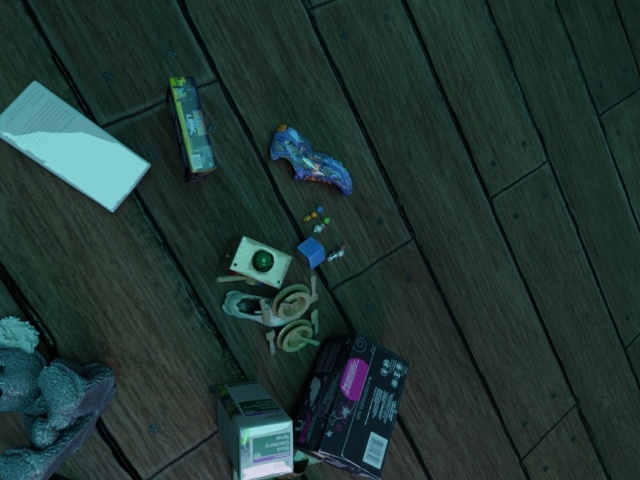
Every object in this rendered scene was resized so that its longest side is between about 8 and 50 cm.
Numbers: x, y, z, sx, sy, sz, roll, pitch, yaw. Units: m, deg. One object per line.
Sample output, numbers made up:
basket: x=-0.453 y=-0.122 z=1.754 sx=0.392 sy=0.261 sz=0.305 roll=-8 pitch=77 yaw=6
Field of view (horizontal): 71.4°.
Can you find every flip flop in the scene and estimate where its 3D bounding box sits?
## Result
flip flop: x=-0.055 y=0.462 z=0.960 sx=0.277 sy=0.080 sz=0.112 roll=-3 pitch=91 yaw=-23

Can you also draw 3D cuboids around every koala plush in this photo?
koala plush: x=-0.486 y=0.251 z=0.749 sx=0.222 sy=0.203 sz=0.196 roll=27 pitch=91 yaw=0

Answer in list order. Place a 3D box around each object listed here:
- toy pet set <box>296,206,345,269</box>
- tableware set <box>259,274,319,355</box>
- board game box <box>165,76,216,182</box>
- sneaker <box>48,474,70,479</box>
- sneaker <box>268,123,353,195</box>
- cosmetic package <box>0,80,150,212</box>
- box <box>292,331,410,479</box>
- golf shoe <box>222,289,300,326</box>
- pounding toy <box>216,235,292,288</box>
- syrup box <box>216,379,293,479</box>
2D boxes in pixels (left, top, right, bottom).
toy pet set: x=0.000 y=0.000 z=0.999 sx=0.114 sy=0.065 sz=0.122 roll=-37 pitch=103 yaw=-19
tableware set: x=-0.051 y=0.172 z=0.934 sx=0.128 sy=0.039 sz=0.194 roll=-23 pitch=134 yaw=-22
board game box: x=-0.251 y=-0.205 z=0.853 sx=0.048 sy=0.141 sz=0.170 roll=-14 pitch=95 yaw=-21
sneaker: x=-0.443 y=0.512 z=0.792 sx=0.235 sy=0.084 sz=0.097 roll=42 pitch=76 yaw=-17
sneaker: x=-0.023 y=-0.163 z=0.994 sx=0.221 sy=0.083 sz=0.087 roll=34 pitch=90 yaw=-14
cosmetic package: x=-0.441 y=-0.160 z=0.804 sx=0.231 sy=0.085 sz=0.117 roll=39 pitch=75 yaw=-20
box: x=0.063 y=0.346 z=0.948 sx=0.163 sy=0.142 sz=0.247 roll=34 pitch=60 yaw=-19
golf shoe: x=-0.114 y=0.149 z=0.938 sx=0.176 sy=0.086 sz=0.069 roll=11 pitch=83 yaw=-24
pounding toy: x=-0.143 y=0.053 z=0.896 sx=0.130 sy=0.141 sz=0.100 roll=24 pitch=80 yaw=-21
syrup box: x=-0.132 y=0.349 z=0.844 sx=0.093 sy=0.237 sz=0.096 roll=-1 pitch=90 yaw=-22
